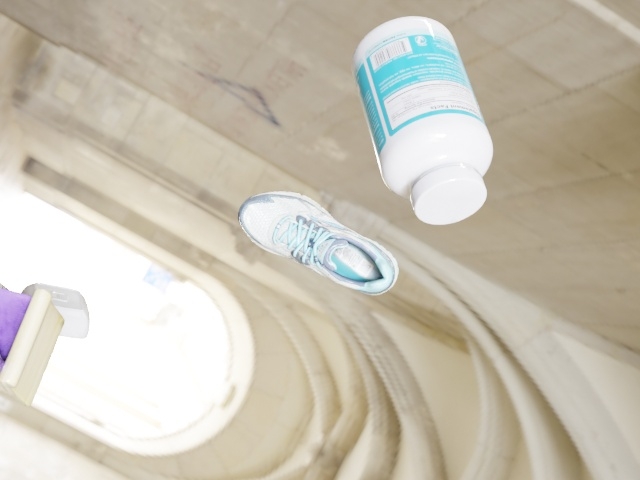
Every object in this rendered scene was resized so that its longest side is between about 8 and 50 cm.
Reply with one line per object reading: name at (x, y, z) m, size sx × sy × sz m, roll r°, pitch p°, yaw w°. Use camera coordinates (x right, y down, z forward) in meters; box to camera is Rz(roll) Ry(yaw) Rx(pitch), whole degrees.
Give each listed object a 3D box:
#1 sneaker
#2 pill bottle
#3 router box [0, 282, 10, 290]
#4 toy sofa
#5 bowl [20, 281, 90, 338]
sneaker at (0.000, 0.000, 1.764) m, size 0.122 × 0.283 × 0.110 m, roll -91°, pitch -156°, yaw -87°
pill bottle at (0.134, -0.151, 1.407) m, size 0.146 × 0.146 × 0.264 m, roll -50°, pitch -139°, yaw 42°
router box at (-0.568, 0.157, 1.849) m, size 0.179 × 0.133 × 0.046 m, roll -28°, pitch -142°, yaw 18°
toy sofa at (-0.578, 0.110, 1.597) m, size 0.177 × 0.363 × 0.150 m, roll 80°, pitch 24°, yaw -62°
bowl at (-0.514, 0.130, 2.121) m, size 0.142 × 0.142 × 0.053 m, roll -124°, pitch -128°, yaw -61°
